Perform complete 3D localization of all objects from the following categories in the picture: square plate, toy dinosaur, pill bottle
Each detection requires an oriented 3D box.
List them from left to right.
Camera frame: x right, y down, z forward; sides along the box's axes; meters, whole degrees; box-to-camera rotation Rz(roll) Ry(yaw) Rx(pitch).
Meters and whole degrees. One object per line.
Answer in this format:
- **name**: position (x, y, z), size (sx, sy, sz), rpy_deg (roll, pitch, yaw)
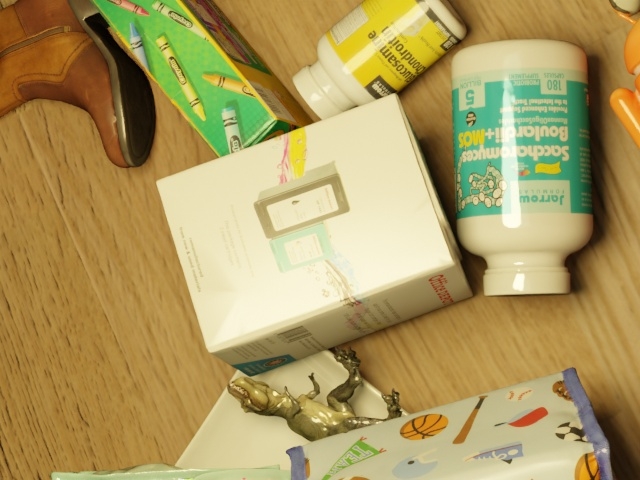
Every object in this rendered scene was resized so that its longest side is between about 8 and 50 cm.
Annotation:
- **square plate**: position (-0.005, 0.317, 1.999), size (0.347, 0.049, 0.344), rpy_deg (36, 99, 17)
- **toy dinosaur**: position (0.032, 0.194, 1.936), size (0.268, 0.064, 0.118), rpy_deg (32, 115, 14)
- **pill bottle**: position (0.062, -0.210, 1.975), size (0.184, 0.103, 0.103), rpy_deg (-39, 76, 13)
- **pill bottle**: position (0.214, -0.073, 1.896), size (0.146, 0.146, 0.264), rpy_deg (-3, 86, 18)

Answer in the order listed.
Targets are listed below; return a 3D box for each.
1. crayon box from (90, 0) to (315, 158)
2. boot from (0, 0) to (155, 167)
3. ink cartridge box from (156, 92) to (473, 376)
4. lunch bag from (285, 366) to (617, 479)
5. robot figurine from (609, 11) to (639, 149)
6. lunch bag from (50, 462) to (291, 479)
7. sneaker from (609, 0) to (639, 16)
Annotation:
- **crayon box**: position (-0.130, -0.200, 2.006), size (0.081, 0.165, 0.278), rpy_deg (-43, 75, 12)
- **boot**: position (-0.349, -0.167, 2.113), size (0.280, 0.096, 0.264), rpy_deg (-22, 81, 17)
- **ink cartridge box**: position (0.000, 0.000, 1.908), size (0.270, 0.198, 0.197), rpy_deg (-20, 75, 5)
- **lunch bag**: position (0.171, 0.374, 1.813), size (0.328, 0.239, 0.385), rpy_deg (-14, 110, 4)
- **robot figurine**: position (0.397, -0.162, 1.852), size (0.158, 0.128, 0.219), rpy_deg (-39, 74, 50)
- **lunch bag**: position (-0.154, 0.353, 1.941), size (0.262, 0.160, 0.223), rpy_deg (-1, 83, 8)
- **sneaker**: position (0.382, -0.355, 1.885), size (0.121, 0.099, 0.262), rpy_deg (20, 95, 14)
